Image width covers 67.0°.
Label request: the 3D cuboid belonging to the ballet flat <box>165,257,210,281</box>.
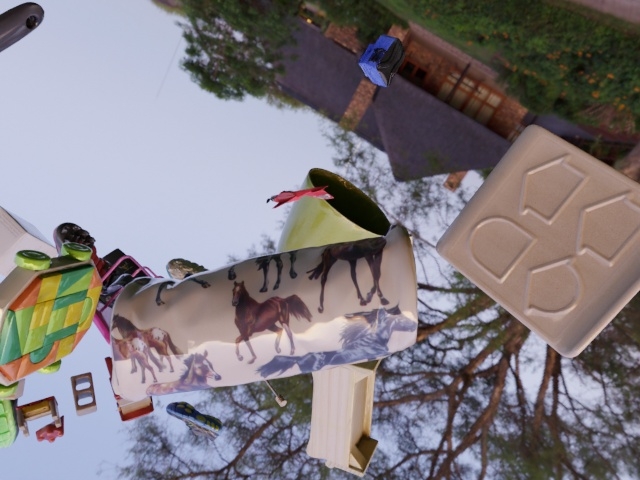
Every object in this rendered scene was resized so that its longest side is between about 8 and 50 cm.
[{"bbox_3d":[-0.328,0.195,1.595,0.409,0.146,0.147,53,-165,-14],"label":"ballet flat"}]

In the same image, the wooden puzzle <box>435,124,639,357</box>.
[{"bbox_3d":[0.446,-0.006,0.936,0.348,0.322,0.080,45,-162,32],"label":"wooden puzzle"}]

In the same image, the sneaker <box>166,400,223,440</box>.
[{"bbox_3d":[-0.391,0.555,1.475,0.188,0.078,0.067,27,-165,2],"label":"sneaker"}]

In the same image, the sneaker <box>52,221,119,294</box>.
[{"bbox_3d":[-0.656,0.051,1.293,0.134,0.276,0.098,6,-126,7],"label":"sneaker"}]

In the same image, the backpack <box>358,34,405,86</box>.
[{"bbox_3d":[0.175,-0.518,1.366,0.101,0.120,0.098,34,178,31],"label":"backpack"}]

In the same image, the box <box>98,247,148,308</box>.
[{"bbox_3d":[-0.777,0.152,1.807,0.183,0.059,0.233,42,-147,-1],"label":"box"}]

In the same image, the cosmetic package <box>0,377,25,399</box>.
[{"bbox_3d":[-0.737,0.332,1.085,0.114,0.041,0.060,5,170,-13],"label":"cosmetic package"}]

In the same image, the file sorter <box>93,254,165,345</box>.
[{"bbox_3d":[-0.458,0.201,1.329,0.202,0.182,0.291,35,170,36],"label":"file sorter"}]

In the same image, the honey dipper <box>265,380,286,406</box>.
[{"bbox_3d":[-0.185,0.589,1.901,0.030,0.031,0.160,14,-164,-41],"label":"honey dipper"}]

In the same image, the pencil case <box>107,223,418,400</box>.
[{"bbox_3d":[-0.064,0.088,0.640,0.409,0.160,0.184,-11,-136,4],"label":"pencil case"}]

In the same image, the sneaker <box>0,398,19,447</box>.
[{"bbox_3d":[-0.974,0.415,1.498,0.185,0.484,0.202,8,-170,12],"label":"sneaker"}]

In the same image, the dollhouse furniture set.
[{"bbox_3d":[-0.734,0.501,1.539,0.373,0.201,0.152,-12,-127,-25],"label":"dollhouse furniture set"}]

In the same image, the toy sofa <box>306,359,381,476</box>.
[{"bbox_3d":[0.074,0.452,1.357,0.176,0.363,0.150,10,-160,22],"label":"toy sofa"}]

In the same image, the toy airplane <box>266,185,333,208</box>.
[{"bbox_3d":[-0.046,-0.096,1.030,0.151,0.028,0.151,-8,-167,2],"label":"toy airplane"}]

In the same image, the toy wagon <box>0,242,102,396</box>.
[{"bbox_3d":[-0.531,0.148,0.876,0.068,0.268,0.344,20,-172,6],"label":"toy wagon"}]

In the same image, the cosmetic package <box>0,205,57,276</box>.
[{"bbox_3d":[-0.962,0.017,1.510,0.151,0.151,0.184,38,166,14],"label":"cosmetic package"}]

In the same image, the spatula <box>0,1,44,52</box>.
[{"bbox_3d":[-0.381,-0.138,0.434,0.030,0.296,0.084,49,161,8],"label":"spatula"}]

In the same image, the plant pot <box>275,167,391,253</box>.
[{"bbox_3d":[0.000,0.000,1.335,0.274,0.294,0.275,31,-155,-16],"label":"plant pot"}]
